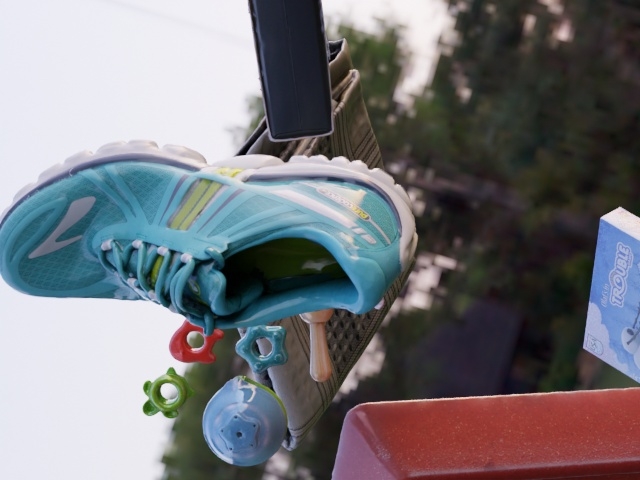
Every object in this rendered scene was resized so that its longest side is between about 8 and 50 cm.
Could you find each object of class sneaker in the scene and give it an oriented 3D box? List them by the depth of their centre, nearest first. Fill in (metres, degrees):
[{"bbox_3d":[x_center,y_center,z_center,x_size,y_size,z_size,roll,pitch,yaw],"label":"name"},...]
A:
[{"bbox_3d":[-0.079,0.003,1.172,0.110,0.275,0.107,-72,-25,-53],"label":"sneaker"}]

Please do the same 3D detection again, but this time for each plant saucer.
[{"bbox_3d":[0.126,0.220,1.312,0.048,0.259,0.258,-116,31,-51],"label":"plant saucer"}]

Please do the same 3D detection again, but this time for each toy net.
[{"bbox_3d":[-0.036,0.068,1.488,0.232,0.122,0.045,-54,0,10],"label":"toy net"}]

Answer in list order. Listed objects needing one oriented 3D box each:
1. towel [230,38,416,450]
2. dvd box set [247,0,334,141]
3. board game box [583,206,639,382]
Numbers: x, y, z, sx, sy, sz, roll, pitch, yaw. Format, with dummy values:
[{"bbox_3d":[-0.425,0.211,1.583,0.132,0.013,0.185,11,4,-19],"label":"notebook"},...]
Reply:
[{"bbox_3d":[0.000,0.000,1.959,0.312,0.056,0.324,-53,-43,-40],"label":"towel"},{"bbox_3d":[-0.043,-0.327,1.669,0.420,0.062,0.307,-96,-2,-54],"label":"dvd box set"},{"bbox_3d":[0.185,0.040,1.019,0.020,0.090,0.090,-26,-47,-34],"label":"board game box"}]
